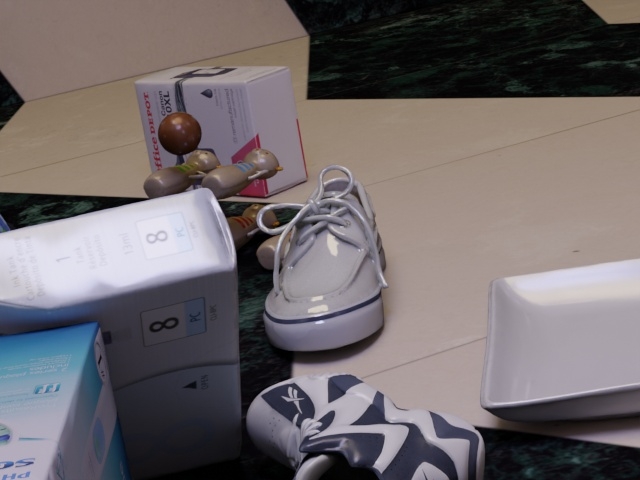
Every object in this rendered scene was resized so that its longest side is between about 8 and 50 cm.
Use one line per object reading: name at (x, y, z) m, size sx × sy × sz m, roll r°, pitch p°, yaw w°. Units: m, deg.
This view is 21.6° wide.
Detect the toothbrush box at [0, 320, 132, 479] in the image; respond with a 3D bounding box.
toothbrush box at (-0.200, 0.205, 1.111) m, size 0.126 × 0.216 × 0.295 m, roll -9°, pitch 15°, yaw 2°

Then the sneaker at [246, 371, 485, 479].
sneaker at (-0.004, 0.174, 1.329) m, size 0.235 × 0.094 × 0.153 m, roll 17°, pitch 21°, yaw 38°

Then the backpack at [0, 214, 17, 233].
backpack at (-0.488, 0.023, 1.735) m, size 0.290 × 0.273 × 0.355 m, roll 9°, pitch 14°, yaw 29°

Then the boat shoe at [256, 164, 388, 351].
boat shoe at (0.009, -0.001, 1.826) m, size 0.136 × 0.156 × 0.367 m, roll -6°, pitch 15°, yaw 11°

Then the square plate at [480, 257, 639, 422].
square plate at (0.325, 0.085, 1.539) m, size 0.347 × 0.049 × 0.344 m, roll -7°, pitch 15°, yaw 9°

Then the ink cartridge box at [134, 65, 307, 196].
ink cartridge box at (-0.148, -0.162, 2.454) m, size 0.237 × 0.172 × 0.100 m, roll 5°, pitch 21°, yaw 42°

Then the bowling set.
bowling set at (-0.119, -0.074, 2.104) m, size 0.287 × 0.200 × 0.154 m, roll 6°, pitch 20°, yaw 33°

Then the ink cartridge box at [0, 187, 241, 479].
ink cartridge box at (-0.256, 0.117, 1.340) m, size 0.385 × 0.308 × 0.091 m, roll -14°, pitch 58°, yaw -11°
